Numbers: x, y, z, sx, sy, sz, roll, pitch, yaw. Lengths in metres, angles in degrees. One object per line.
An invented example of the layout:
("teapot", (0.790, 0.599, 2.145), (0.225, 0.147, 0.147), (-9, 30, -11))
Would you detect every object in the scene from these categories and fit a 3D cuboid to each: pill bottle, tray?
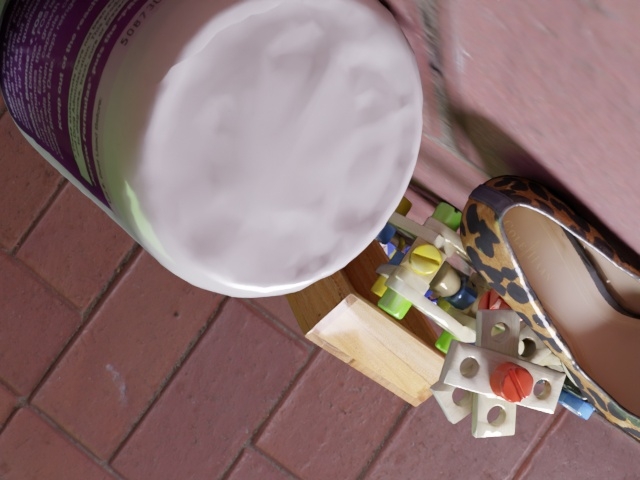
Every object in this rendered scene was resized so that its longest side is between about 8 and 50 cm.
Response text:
("pill bottle", (-0.090, -0.096, 0.587), (0.169, 0.169, 0.301), (37, 178, -39))
("tray", (0.000, 0.000, 1.202), (0.203, 0.076, 0.411), (37, -163, -40))

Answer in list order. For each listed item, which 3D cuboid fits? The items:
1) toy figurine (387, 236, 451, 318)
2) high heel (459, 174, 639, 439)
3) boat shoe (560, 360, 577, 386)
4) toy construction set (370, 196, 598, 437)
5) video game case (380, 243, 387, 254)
("toy figurine", (0.115, 0.082, 1.664), (0.217, 0.191, 0.362), (41, 177, -10))
("high heel", (0.194, 0.063, 0.618), (0.261, 0.093, 0.186), (41, -177, 20))
("boat shoe", (0.275, 0.111, 0.776), (0.224, 0.080, 0.073), (30, 177, -35))
("toy construction set", (0.158, 0.067, 0.915), (0.215, 0.151, 0.327), (36, -170, -19))
("video game case", (0.031, 0.005, 1.611), (0.227, 0.026, 0.206), (35, 139, 46))
